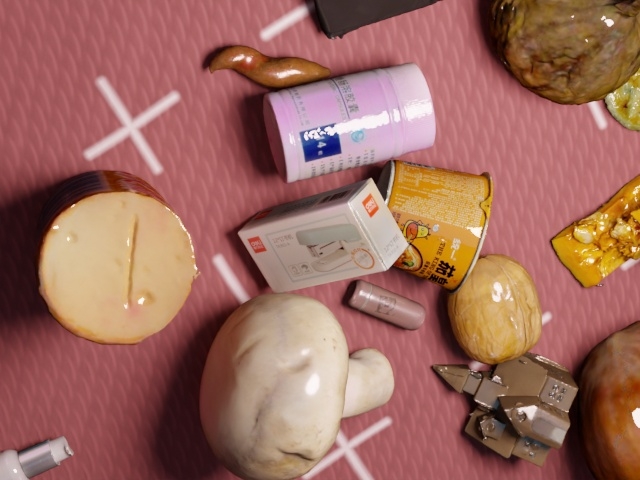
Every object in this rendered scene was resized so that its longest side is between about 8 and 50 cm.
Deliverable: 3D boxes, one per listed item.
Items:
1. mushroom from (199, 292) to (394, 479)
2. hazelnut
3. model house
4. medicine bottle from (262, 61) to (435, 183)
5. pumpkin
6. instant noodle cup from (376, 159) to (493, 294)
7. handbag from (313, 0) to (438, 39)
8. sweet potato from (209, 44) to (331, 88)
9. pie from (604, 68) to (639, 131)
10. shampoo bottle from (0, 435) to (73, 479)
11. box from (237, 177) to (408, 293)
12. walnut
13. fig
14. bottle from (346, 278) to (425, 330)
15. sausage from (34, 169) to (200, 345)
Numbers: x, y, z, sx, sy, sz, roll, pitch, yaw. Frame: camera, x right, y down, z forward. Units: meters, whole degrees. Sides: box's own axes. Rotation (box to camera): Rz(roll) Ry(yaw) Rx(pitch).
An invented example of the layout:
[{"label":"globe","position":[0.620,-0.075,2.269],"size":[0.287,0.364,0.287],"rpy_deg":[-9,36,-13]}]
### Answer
[{"label":"mushroom","position":[-0.063,0.219,1.758],"size":[0.315,0.356,0.315],"rpy_deg":[11,121,18]},{"label":"hazelnut","position":[0.616,0.326,1.907],"size":[0.365,0.366,0.366],"rpy_deg":[-3,103,-12]},{"label":"model house","position":[0.317,0.282,1.927],"size":[0.248,0.176,0.181],"rpy_deg":[23,98,0]},{"label":"medicine bottle","position":[0.046,-0.193,1.743],"size":[0.253,0.152,0.152],"rpy_deg":[-15,106,-9]},{"label":"pumpkin","position":[0.579,-0.016,1.887],"size":[0.280,0.190,0.139],"rpy_deg":[-37,109,-2]},{"label":"instant noodle cup","position":[0.173,-0.034,1.789],"size":[0.172,0.216,0.216],"rpy_deg":[16,99,-6]},{"label":"handbag","position":[0.082,-0.461,1.698],"size":[0.223,0.080,0.247],"rpy_deg":[-18,133,-5]},{"label":"sweet potato","position":[-0.080,-0.280,1.746],"size":[0.202,0.058,0.055],"rpy_deg":[8,122,-15]},{"label":"pie","position":[0.581,-0.287,1.902],"size":[0.186,0.041,0.187],"rpy_deg":[-3,104,-13]},{"label":"shampoo bottle","position":[-0.510,0.382,1.791],"size":[0.192,0.074,0.074],"rpy_deg":[-25,107,-8]},{"label":"box","position":[0.000,0.000,1.731],"size":[0.079,0.269,0.135],"rpy_deg":[-45,113,-43]},{"label":"walnut","position":[0.304,0.118,1.873],"size":[0.165,0.165,0.197],"rpy_deg":[-24,105,-6]},{"label":"fig","position":[0.427,-0.360,1.688],"size":[0.286,0.369,0.286],"rpy_deg":[-1,96,-5]},{"label":"bottle","position":[0.115,0.114,1.882],"size":[0.140,0.053,0.053],"rpy_deg":[23,97,-16]},{"label":"sausage","position":[-0.323,0.015,1.638],"size":[0.233,0.287,0.233],"rpy_deg":[-2,99,-15]}]
